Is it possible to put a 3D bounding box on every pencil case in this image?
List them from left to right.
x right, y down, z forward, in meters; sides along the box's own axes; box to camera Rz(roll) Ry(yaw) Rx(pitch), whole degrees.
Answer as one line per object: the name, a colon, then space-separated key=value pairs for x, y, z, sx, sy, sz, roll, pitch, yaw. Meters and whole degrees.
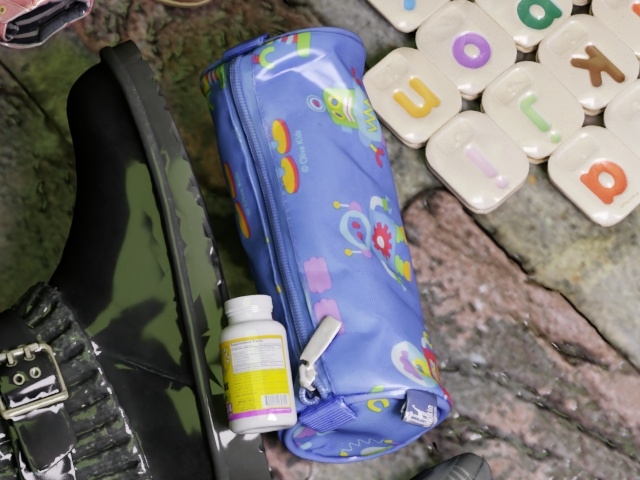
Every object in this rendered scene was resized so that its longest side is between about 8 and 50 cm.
pencil case: x=0.000 y=0.000 z=1.233 sx=0.119 sy=0.133 sz=0.306 roll=-22 pitch=67 yaw=22

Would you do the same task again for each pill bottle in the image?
pill bottle: x=-0.041 y=0.078 z=1.142 sx=0.043 sy=0.043 sz=0.083 roll=-7 pitch=78 yaw=-1

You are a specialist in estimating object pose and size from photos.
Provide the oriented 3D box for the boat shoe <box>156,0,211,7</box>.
boat shoe: x=-0.146 y=-0.242 z=1.363 sx=0.178 sy=0.060 sz=0.064 roll=41 pitch=76 yaw=15

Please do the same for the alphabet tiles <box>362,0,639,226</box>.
alphabet tiles: x=0.172 y=-0.153 z=1.341 sx=0.284 sy=0.021 sz=0.278 roll=-41 pitch=73 yaw=-12

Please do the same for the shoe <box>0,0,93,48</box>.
shoe: x=-0.259 y=-0.179 z=1.342 sx=0.178 sy=0.063 sz=0.081 roll=-19 pitch=65 yaw=-10

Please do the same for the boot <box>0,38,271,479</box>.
boot: x=-0.194 y=0.045 z=1.221 sx=0.260 sy=0.131 sz=0.348 roll=-14 pitch=70 yaw=-3

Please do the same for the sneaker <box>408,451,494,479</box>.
sneaker: x=0.004 y=0.195 z=1.178 sx=0.234 sy=0.078 sz=0.106 roll=-36 pitch=90 yaw=-9
